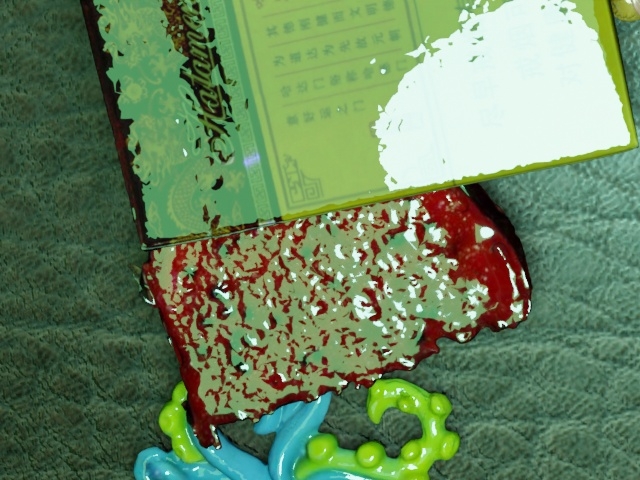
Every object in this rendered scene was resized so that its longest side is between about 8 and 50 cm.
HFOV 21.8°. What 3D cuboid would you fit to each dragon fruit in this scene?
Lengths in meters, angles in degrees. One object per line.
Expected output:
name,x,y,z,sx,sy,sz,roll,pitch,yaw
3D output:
dragon fruit,0.000,0.000,1.478,0.343,0.100,0.282,-20,96,14

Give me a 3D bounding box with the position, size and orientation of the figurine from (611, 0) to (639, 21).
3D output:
figurine,0.245,-0.233,1.376,0.047,0.064,0.109,-12,116,26

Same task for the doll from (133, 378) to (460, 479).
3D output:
doll,-0.022,0.275,1.550,0.341,0.099,0.346,20,105,9

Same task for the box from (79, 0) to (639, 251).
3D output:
box,0.025,-0.159,1.346,0.415,0.116,0.264,-12,96,11
